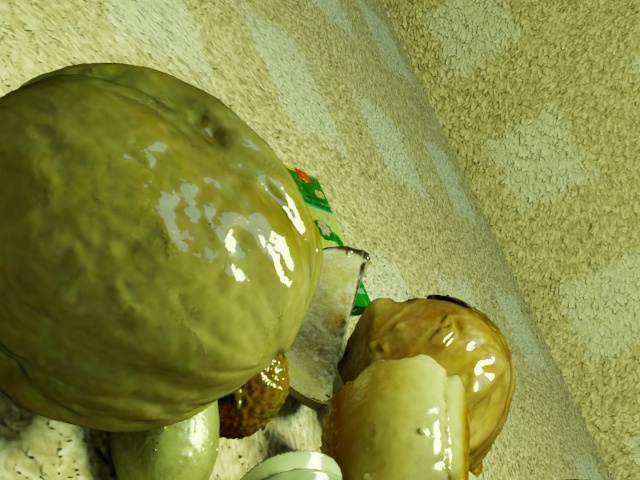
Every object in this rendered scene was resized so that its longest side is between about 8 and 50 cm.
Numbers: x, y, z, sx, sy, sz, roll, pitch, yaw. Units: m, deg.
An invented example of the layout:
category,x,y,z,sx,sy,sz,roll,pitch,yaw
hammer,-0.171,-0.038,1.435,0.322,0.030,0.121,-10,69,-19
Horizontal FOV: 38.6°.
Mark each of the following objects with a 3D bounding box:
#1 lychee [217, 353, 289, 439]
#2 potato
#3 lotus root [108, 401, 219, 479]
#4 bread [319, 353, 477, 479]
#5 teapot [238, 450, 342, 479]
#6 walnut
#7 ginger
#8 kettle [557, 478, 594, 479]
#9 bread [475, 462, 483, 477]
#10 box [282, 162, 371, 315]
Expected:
category,x,y,z,sx,sy,sz,roll,pitch,yaw
lychee,-0.086,0.128,0.860,0.114,0.114,0.146,58,-1,-9
potato,-0.025,0.113,1.115,0.120,0.100,0.261,20,42,0
lotus root,-0.129,0.150,0.746,0.077,0.090,0.183,36,38,-43
bread,0.088,0.292,0.956,0.192,0.171,0.314,-80,159,-47
teapot,-0.001,0.305,0.762,0.183,0.183,0.251,47,12,-35
walnut,-0.143,0.008,0.663,0.283,0.283,0.227,61,-1,0
ginger,0.127,0.199,1.139,0.200,0.269,0.223,35,27,30
kettle,0.199,0.431,0.857,0.228,0.321,0.324,44,49,5
bread,0.221,0.299,1.502,0.136,0.054,0.154,52,18,-19
box,0.000,0.000,1.372,0.132,0.034,0.235,16,48,-64
